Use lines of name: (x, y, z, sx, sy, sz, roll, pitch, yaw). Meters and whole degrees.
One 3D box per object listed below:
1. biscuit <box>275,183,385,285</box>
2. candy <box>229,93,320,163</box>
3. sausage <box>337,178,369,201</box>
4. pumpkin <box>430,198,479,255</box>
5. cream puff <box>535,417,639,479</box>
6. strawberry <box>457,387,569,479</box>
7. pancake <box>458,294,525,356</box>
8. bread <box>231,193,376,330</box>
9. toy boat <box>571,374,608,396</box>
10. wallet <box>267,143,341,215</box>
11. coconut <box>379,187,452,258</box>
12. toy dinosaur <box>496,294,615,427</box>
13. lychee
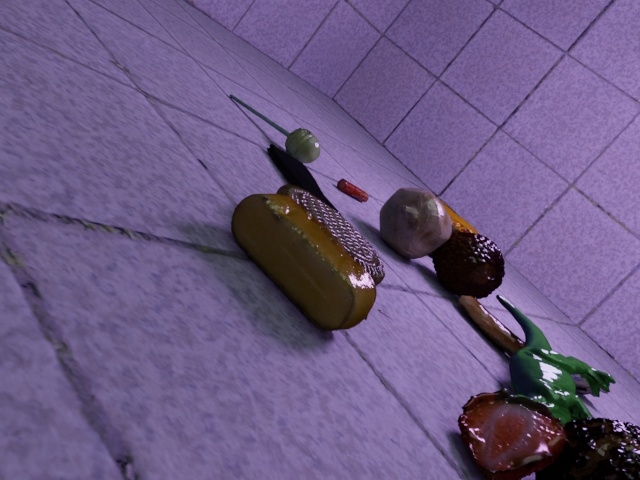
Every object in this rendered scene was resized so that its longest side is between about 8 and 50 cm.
biscuit: (0.000, 0.000, 1.102, 0.259, 0.079, 0.259, 38, 15, -12)
candy: (-0.132, -0.317, 1.751, 0.335, 0.092, 0.093, 38, 49, 24)
sausage: (0.100, -0.140, 1.851, 0.129, 0.034, 0.034, 24, 21, -45)
pumpkin: (0.387, -0.026, 2.021, 0.317, 0.139, 0.221, 29, 20, -32)
cream puff: (0.433, 0.354, 0.921, 0.239, 0.164, 0.239, 22, 14, -6)
strawberry: (0.265, 0.285, 0.901, 0.147, 0.082, 0.187, 10, 22, 30)
pancake: (0.477, 0.239, 1.620, 0.244, 0.057, 0.266, 19, 26, -54)
bread: (-0.025, 0.029, 0.923, 0.245, 0.102, 0.094, 44, 22, 20)
toy boat: (0.699, 0.383, 1.753, 0.210, 0.066, 0.084, 18, -8, -36)
wallet: (-0.041, -0.141, 1.520, 0.124, 0.025, 0.244, 27, 18, -40)
coconut: (0.240, -0.047, 1.648, 0.194, 0.194, 0.194, 37, 15, -12)
toy dinosaur: (0.395, 0.253, 1.329, 0.375, 0.144, 0.500, 15, 23, -33)
lychee: (0.384, 0.064, 1.705, 0.188, 0.188, 0.188, 37, 15, -12)
